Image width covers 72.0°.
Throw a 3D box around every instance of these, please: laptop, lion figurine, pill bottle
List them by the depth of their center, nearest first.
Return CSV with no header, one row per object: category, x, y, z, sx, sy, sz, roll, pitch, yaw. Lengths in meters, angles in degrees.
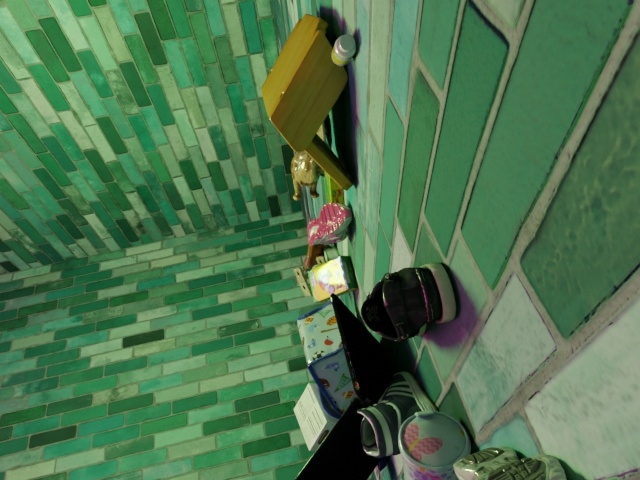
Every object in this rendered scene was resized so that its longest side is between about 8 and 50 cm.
pill bottle,0.047,-0.381,0.880,0.083,0.043,0.044,-137,35,-81
laptop,0.048,0.419,1.111,0.382,0.236,0.408,52,-162,-51
lion figurine,-0.051,-0.317,1.725,0.392,0.142,0.241,-101,9,-50

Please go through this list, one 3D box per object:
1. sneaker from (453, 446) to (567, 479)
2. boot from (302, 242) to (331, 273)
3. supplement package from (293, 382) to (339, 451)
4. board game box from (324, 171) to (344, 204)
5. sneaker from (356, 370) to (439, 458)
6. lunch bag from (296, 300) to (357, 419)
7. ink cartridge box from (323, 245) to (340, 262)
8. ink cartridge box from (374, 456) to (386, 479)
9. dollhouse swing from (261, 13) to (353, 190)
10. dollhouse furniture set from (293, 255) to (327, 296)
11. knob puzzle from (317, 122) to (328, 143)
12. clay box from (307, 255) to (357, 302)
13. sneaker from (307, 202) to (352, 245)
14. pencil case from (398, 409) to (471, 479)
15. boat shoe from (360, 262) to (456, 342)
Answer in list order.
sneaker,0.212,0.287,0.453,0.232,0.090,0.116,64,-175,-70
boot,0.000,0.000,2.023,0.264,0.096,0.281,-37,-37,-49
supplement package,0.062,0.697,1.720,0.145,0.261,0.204,-62,30,15
board game box,0.045,-0.175,1.465,0.182,0.043,0.092,83,174,-47
sneaker,0.146,0.361,0.936,0.282,0.153,0.099,-166,64,-85
lunch bag,0.080,0.479,1.680,0.386,0.238,0.328,62,-178,-25
ink cartridge box,0.065,0.125,1.903,0.209,0.062,0.109,-111,11,-59
ink cartridge box,0.216,0.800,1.819,0.371,0.069,0.176,-103,5,-47
dollhouse swing,0.019,-0.367,1.186,0.315,0.304,0.347,-55,24,19
dollhouse furniture set,0.002,0.140,1.781,0.183,0.129,0.129,-13,102,62
knob puzzle,0.004,-0.395,1.479,0.213,0.029,0.214,168,90,-85
clay box,0.031,0.152,1.649,0.222,0.053,0.128,-29,68,41
sneaker,0.048,-0.053,1.441,0.252,0.111,0.103,148,120,-62
pencil case,0.196,0.419,0.738,0.124,0.113,0.274,-68,-29,-61
boat shoe,0.128,0.117,0.765,0.340,0.112,0.127,105,152,-80
